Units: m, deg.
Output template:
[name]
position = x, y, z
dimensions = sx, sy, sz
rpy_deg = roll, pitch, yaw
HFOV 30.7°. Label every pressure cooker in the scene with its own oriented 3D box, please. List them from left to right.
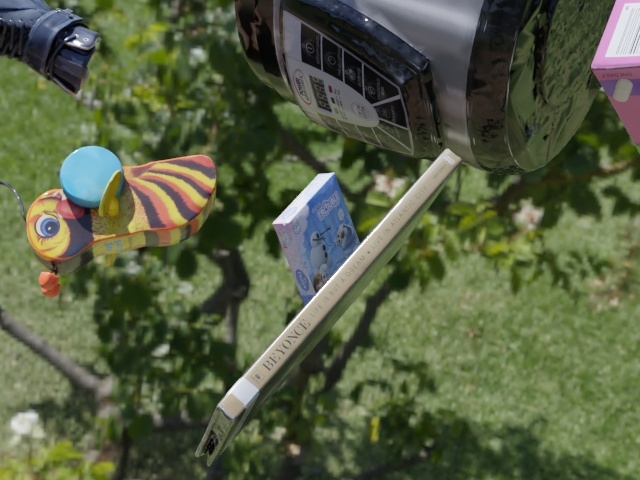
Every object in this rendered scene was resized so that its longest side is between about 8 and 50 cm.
[pressure cooker]
position = 0.105, -0.292, 1.324
dimensions = 0.421, 0.369, 0.375
rpy_deg = 23, 15, 26

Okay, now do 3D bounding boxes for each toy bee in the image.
[toy bee]
position = -0.266, -0.013, 1.326
dimensions = 0.298, 0.162, 0.195
rpy_deg = -7, -21, 13

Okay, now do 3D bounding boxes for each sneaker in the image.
[sneaker]
position = -0.361, -0.236, 1.378
dimensions = 0.163, 0.086, 0.226
rpy_deg = 37, 29, 13

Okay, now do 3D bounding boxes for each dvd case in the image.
[dvd case]
position = 0.001, 0.048, 0.766
dimensions = 0.018, 0.164, 0.221
rpy_deg = 40, 68, 5

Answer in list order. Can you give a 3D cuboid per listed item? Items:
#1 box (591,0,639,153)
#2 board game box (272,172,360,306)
[box]
position = 0.385, -0.118, 0.995
dimensions = 0.214, 0.243, 0.117
rpy_deg = 3, 59, 40
[board game box]
position = 0.000, 0.000, 1.038
dimensions = 0.020, 0.090, 0.090
rpy_deg = -4, 29, 34
